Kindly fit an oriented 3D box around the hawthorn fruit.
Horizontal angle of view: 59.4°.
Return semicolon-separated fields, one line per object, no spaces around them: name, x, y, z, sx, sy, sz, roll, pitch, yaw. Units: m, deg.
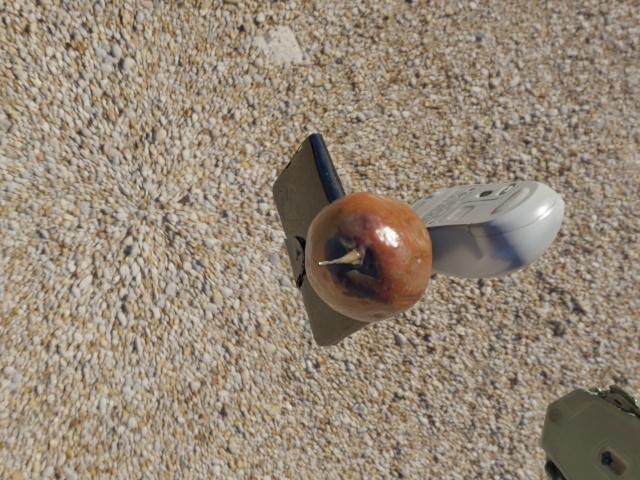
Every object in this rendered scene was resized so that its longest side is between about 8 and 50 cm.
hawthorn fruit;0.057;0.016;0.595;0.149;0.189;0.149;1;87;-11

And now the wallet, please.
wallet;0.000;0.000;0.899;0.045;0.172;0.318;0;62;-38

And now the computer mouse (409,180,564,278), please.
computer mouse;0.244;-0.011;0.887;0.184;0.297;0.121;-39;108;-30

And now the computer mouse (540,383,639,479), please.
computer mouse;0.570;0.426;0.997;0.145;0.429;0.228;32;98;-21
